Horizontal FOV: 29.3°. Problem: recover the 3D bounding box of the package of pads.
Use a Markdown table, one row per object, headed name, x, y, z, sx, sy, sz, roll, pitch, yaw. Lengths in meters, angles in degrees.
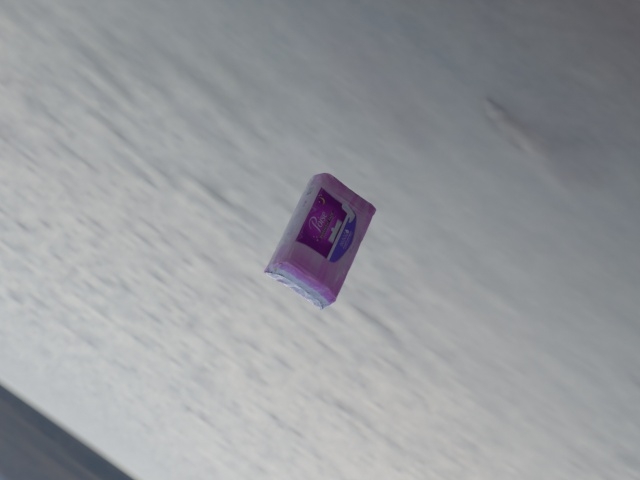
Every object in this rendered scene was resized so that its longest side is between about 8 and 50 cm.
| name | x | y | z | sx | sy | sz | roll | pitch | yaw |
| --- | --- | --- | --- | --- | --- | --- | --- | --- | --- |
| package of pads | 0.000 | 0.000 | 0.840 | 0.050 | 0.083 | 0.032 | 35 | 150 | -18 |
